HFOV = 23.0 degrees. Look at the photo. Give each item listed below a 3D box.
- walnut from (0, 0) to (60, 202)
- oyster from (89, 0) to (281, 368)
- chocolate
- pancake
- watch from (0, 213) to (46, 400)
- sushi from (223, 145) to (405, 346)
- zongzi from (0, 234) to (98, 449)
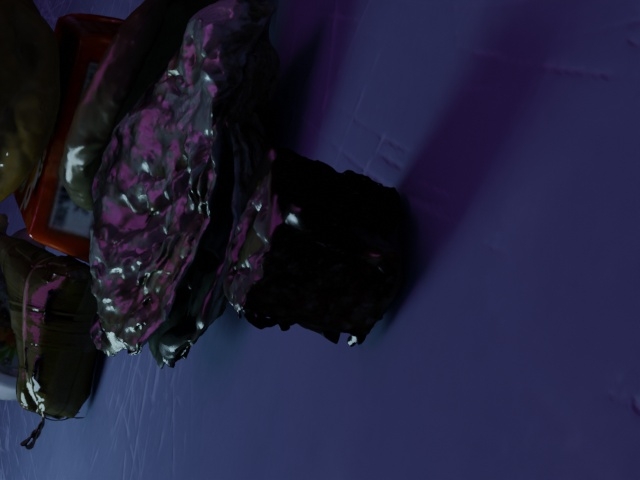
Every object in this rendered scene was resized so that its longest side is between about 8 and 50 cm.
[{"bbox_3d":[-0.367,-0.140,1.541,0.224,0.257,0.257,-16,-57,-74],"label":"walnut"},{"bbox_3d":[-0.100,-0.040,1.142,0.198,0.112,0.267,-174,100,-72],"label":"oyster"},{"bbox_3d":[-0.236,-0.112,1.624,0.235,0.108,0.237,-136,62,-68],"label":"chocolate"},{"bbox_3d":[-0.137,-0.131,1.259,0.242,0.050,0.242,-56,-6,-8],"label":"pancake"},{"bbox_3d":[-0.390,0.079,1.732,0.231,0.244,0.196,-22,57,60],"label":"watch"},{"bbox_3d":[-0.001,0.001,0.843,0.098,0.084,0.094,-57,22,37],"label":"sushi"},{"bbox_3d":[-0.298,0.098,1.602,0.178,0.081,0.189,18,96,41],"label":"zongzi"}]
